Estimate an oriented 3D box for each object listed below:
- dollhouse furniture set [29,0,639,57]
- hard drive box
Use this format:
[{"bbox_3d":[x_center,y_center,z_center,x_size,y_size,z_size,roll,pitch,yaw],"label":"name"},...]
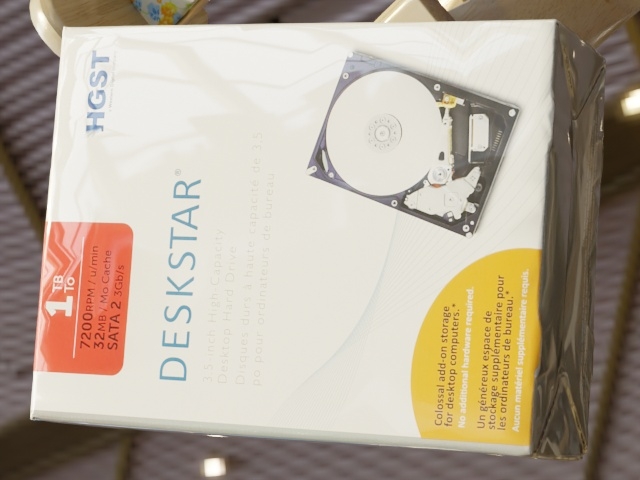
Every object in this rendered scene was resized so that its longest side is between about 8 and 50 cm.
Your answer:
[{"bbox_3d":[-0.036,-0.210,1.083,0.362,0.394,0.256,-42,-5,33],"label":"dollhouse furniture set"},{"bbox_3d":[0.000,0.000,0.853,0.232,0.181,0.089,1,-6,23],"label":"hard drive box"}]
